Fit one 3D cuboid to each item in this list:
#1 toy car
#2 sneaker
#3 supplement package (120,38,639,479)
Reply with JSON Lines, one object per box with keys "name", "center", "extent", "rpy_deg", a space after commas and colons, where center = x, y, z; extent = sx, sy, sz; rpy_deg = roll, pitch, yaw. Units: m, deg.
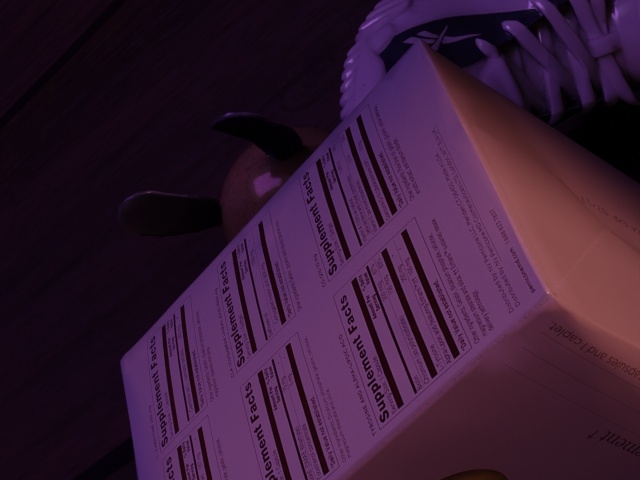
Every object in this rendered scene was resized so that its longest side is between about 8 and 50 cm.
{"name": "toy car", "center": [0.000, 0.000, 0.652], "extent": [0.155, 0.188, 0.149], "rpy_deg": [-39, 41, 31]}
{"name": "sneaker", "center": [0.121, -0.091, 0.585], "extent": [0.153, 0.094, 0.235], "rpy_deg": [-6, 19, 39]}
{"name": "supplement package", "center": [0.059, 0.070, 0.525], "extent": [0.203, 0.194, 0.149], "rpy_deg": [-46, 38, 24]}
